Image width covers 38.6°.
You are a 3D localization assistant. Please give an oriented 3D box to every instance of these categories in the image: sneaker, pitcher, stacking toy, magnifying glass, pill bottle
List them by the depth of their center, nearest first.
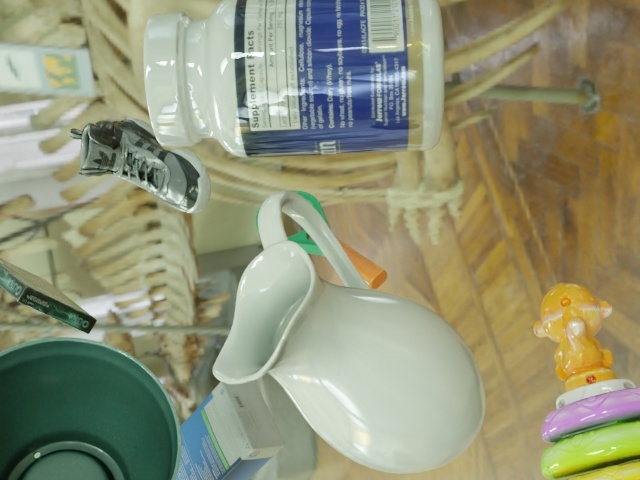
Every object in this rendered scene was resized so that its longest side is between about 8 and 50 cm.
[{"bbox_3d":[0.027,0.069,0.680,0.125,0.207,0.178,-29,40,34],"label":"pitcher"},{"bbox_3d":[0.236,0.176,0.740,0.166,0.175,0.302,34,-141,-60],"label":"stacking toy"},{"bbox_3d":[-0.022,-0.155,0.853,0.153,0.264,0.153,-2,-90,-87],"label":"pill bottle"},{"bbox_3d":[0.000,0.000,1.213,0.231,0.092,0.026,33,157,41],"label":"magnifying glass"},{"bbox_3d":[-0.306,-0.121,1.507,0.268,0.153,0.101,37,118,35],"label":"sneaker"}]

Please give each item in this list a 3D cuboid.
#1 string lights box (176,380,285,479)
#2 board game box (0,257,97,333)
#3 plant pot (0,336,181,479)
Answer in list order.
[{"bbox_3d":[-0.184,0.363,1.548,0.260,0.077,0.133,-48,56,30],"label":"string lights box"},{"bbox_3d":[-0.419,0.072,1.331,0.186,0.126,0.026,24,82,48],"label":"board game box"},{"bbox_3d":[-0.330,0.299,1.166,0.196,0.293,0.293,107,149,-53],"label":"plant pot"}]
